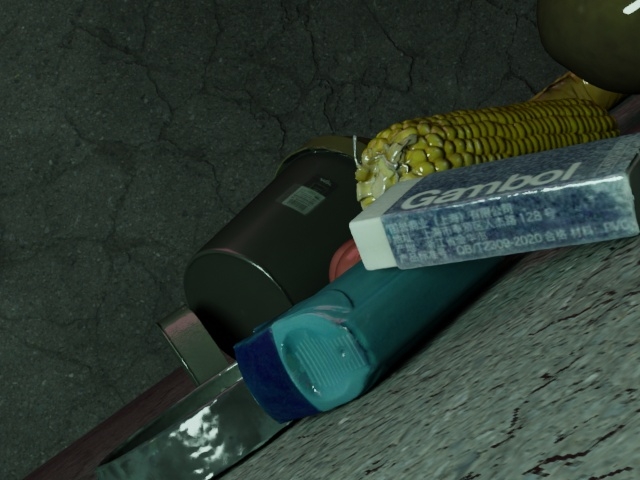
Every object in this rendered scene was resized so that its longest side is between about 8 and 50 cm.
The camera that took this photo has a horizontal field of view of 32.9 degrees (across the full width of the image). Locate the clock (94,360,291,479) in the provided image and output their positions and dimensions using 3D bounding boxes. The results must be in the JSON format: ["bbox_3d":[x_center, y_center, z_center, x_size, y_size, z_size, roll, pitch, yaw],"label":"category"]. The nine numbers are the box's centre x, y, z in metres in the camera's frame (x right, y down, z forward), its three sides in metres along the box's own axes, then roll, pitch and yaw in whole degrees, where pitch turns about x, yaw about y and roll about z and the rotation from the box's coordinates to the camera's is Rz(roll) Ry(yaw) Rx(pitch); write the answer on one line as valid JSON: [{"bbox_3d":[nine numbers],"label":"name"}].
[{"bbox_3d":[-0.080,0.152,0.993,0.280,0.055,0.280,-34,1,1],"label":"clock"}]

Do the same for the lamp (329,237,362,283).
[{"bbox_3d":[0.061,0.031,1.010,0.107,0.092,0.107,-1,10,0],"label":"lamp"}]

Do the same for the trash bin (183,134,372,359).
[{"bbox_3d":[0.000,0.000,1.361,0.214,0.214,0.334,-34,10,49],"label":"trash bin"}]

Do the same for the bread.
[{"bbox_3d":[0.363,-0.197,1.686,0.305,0.091,0.142,-35,-6,-5],"label":"bread"}]

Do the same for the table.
[{"bbox_3d":[-0.137,0.139,1.249,0.043,0.133,0.133,-34,1,-11],"label":"table"}]

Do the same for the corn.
[{"bbox_3d":[0.165,-0.079,1.031,0.305,0.106,0.106,-15,-11,-35],"label":"corn"}]

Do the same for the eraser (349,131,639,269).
[{"bbox_3d":[0.133,-0.026,0.772,0.212,0.046,0.092,-10,19,35],"label":"eraser"}]

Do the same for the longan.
[{"bbox_3d":[0.405,-0.307,1.311,0.300,0.243,0.300,-32,28,19],"label":"longan"}]

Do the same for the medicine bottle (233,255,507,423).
[{"bbox_3d":[0.057,0.045,0.867,0.258,0.079,0.124,-35,5,-37],"label":"medicine bottle"}]
